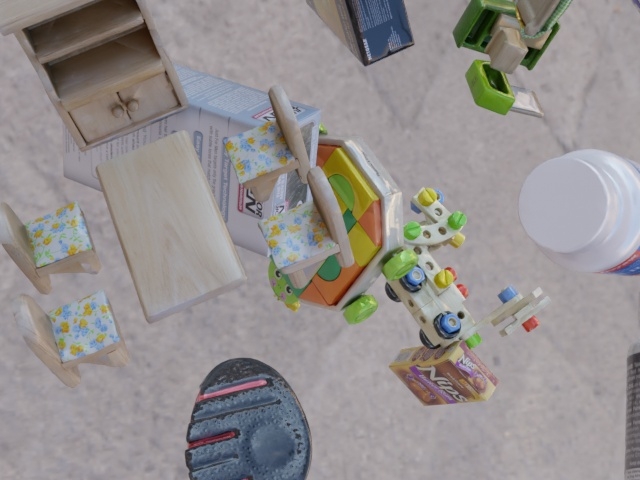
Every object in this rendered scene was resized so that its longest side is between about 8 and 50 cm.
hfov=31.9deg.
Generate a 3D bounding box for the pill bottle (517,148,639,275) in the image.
[{"bbox_3d":[0.286,-0.027,1.141,0.221,0.124,0.124,5,74,-56],"label":"pill bottle"}]

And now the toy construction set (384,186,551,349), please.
[{"bbox_3d":[0.235,0.065,1.972,0.215,0.151,0.328,-33,68,-32],"label":"toy construction set"}]

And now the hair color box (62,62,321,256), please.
[{"bbox_3d":[-0.190,-0.134,1.577,0.113,0.374,0.185,-34,138,-50],"label":"hair color box"}]

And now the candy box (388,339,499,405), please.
[{"bbox_3d":[0.219,0.240,2.007,0.109,0.186,0.053,48,59,-14],"label":"candy box"}]

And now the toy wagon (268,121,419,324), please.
[{"bbox_3d":[0.000,0.000,1.699,0.068,0.344,0.267,-15,63,-42],"label":"toy wagon"}]

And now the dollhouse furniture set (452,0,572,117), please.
[{"bbox_3d":[0.351,-0.354,1.708,0.151,0.301,0.198,11,43,-22],"label":"dollhouse furniture set"}]

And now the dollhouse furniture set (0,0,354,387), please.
[{"bbox_3d":[-0.210,-0.105,1.278,0.256,0.362,0.394,72,-6,-59],"label":"dollhouse furniture set"}]

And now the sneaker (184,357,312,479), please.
[{"bbox_3d":[-0.064,0.265,1.012,0.116,0.136,0.314,-5,65,-17],"label":"sneaker"}]

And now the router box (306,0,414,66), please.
[{"bbox_3d":[0.012,-0.419,1.483,0.243,0.081,0.309,-122,-170,-52],"label":"router box"}]

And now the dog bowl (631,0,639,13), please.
[{"bbox_3d":[0.572,-0.398,1.595,0.265,0.265,0.104,-30,88,-51],"label":"dog bowl"}]

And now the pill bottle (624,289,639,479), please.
[{"bbox_3d":[0.568,0.252,1.699,0.204,0.204,0.361,23,66,-45],"label":"pill bottle"}]
